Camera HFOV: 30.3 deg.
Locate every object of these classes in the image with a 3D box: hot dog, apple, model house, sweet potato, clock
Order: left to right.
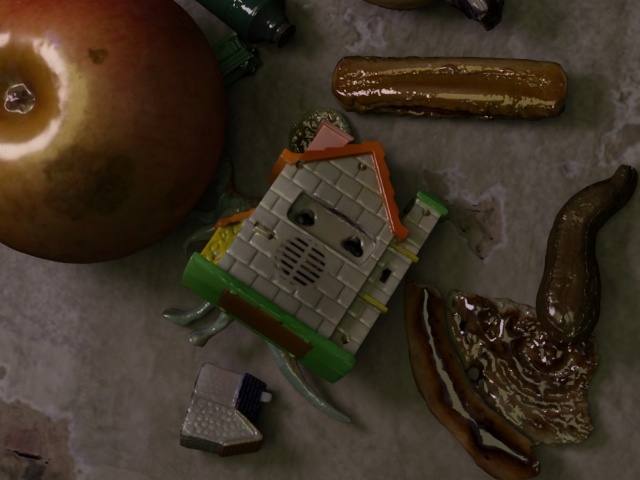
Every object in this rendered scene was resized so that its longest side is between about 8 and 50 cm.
[{"bbox_3d":[-0.295,-0.144,1.391,0.364,0.364,0.363,-1,86,14],"label":"apple"},{"bbox_3d":[-0.113,0.215,1.466,0.100,0.087,0.100,15,67,-1],"label":"model house"},{"bbox_3d":[0.000,0.000,1.394,0.220,0.106,0.255,34,68,-1],"label":"clock"},{"bbox_3d":[0.154,-0.182,1.430,0.289,0.068,0.083,5,64,19],"label":"hot dog"},{"bbox_3d":[0.301,0.015,1.370,0.081,0.062,0.233,16,74,15],"label":"sweet potato"}]

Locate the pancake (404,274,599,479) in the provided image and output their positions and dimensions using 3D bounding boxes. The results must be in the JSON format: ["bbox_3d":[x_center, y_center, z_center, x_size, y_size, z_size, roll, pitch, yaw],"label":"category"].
[{"bbox_3d":[0.200,0.169,1.397,0.258,0.056,0.212,15,87,15],"label":"pancake"}]

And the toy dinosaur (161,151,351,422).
[{"bbox_3d":[-0.092,0.069,1.465,0.205,0.092,0.393,-42,69,2],"label":"toy dinosaur"}]

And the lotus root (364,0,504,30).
[{"bbox_3d":[0.097,-0.362,1.405,0.310,0.183,0.182,37,95,12],"label":"lotus root"}]

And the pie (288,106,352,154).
[{"bbox_3d":[0.000,-0.127,1.488,0.084,0.020,0.084,-1,86,15],"label":"pie"}]

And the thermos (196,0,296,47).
[{"bbox_3d":[-0.108,-0.308,1.498,0.188,0.083,0.073,40,103,18],"label":"thermos"}]

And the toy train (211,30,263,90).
[{"bbox_3d":[-0.123,-0.225,1.518,0.093,0.038,0.056,-33,73,10],"label":"toy train"}]
